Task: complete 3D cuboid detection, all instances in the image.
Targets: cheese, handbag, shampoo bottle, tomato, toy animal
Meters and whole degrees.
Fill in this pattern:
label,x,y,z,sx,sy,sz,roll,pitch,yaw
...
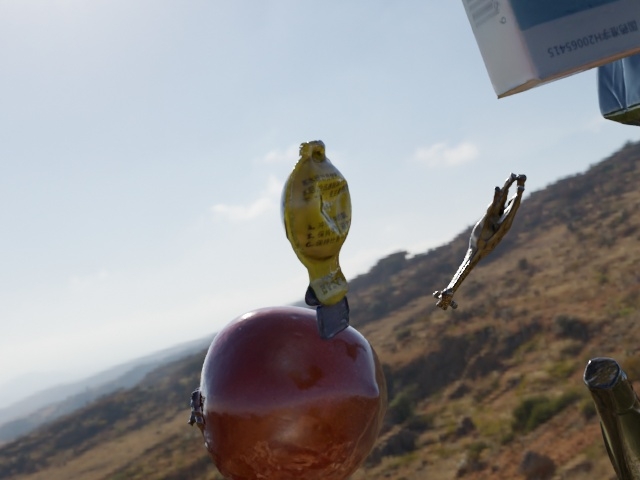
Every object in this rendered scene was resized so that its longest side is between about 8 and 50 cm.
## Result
label,x,y,z,sx,sy,sz,roll,pitch,yaw
cheese,0.000,0.000,1.113,0.064,0.250,0.156,-3,9,31
handbag,0.639,-0.324,1.576,0.241,0.263,0.222,2,-9,-17
shampoo bottle,0.535,0.349,1.497,0.084,0.350,0.125,-5,33,47
tomato,-0.042,0.258,1.432,0.321,0.322,0.321,-12,-3,-1
toy animal,0.285,0.000,1.564,0.054,0.276,0.149,32,7,15

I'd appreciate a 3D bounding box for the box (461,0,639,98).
label,x,y,z,sx,sy,sz,roll,pitch,yaw
box,0.262,-0.257,0.719,0.343,0.200,0.065,-21,0,-20
